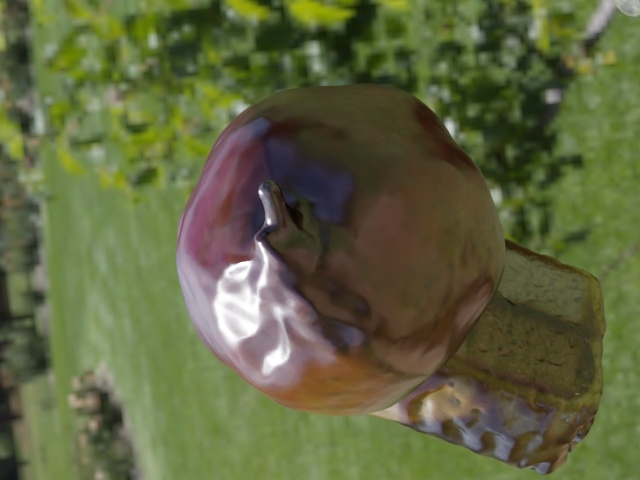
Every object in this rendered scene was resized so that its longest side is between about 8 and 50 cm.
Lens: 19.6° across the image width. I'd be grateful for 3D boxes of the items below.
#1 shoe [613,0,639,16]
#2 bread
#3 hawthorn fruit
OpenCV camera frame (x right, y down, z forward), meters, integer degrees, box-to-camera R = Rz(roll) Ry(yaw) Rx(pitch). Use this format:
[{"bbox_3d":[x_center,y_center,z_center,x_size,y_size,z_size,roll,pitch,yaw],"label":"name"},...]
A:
[{"bbox_3d":[0.325,-0.322,1.651,0.132,0.211,0.342,60,-168,-23],"label":"shoe"},{"bbox_3d":[0.108,0.066,1.398,0.181,0.222,0.096,-71,3,-45],"label":"bread"},{"bbox_3d":[0.000,0.000,1.108,0.248,0.208,0.208,14,-113,-71],"label":"hawthorn fruit"}]
